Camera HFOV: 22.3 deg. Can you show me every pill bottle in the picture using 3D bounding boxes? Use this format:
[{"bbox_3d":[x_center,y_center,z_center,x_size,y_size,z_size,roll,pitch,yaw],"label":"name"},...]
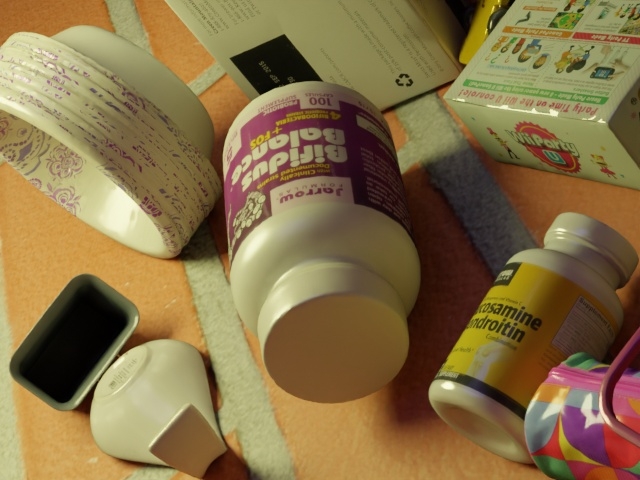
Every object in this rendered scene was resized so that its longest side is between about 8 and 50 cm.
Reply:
[{"bbox_3d":[0.000,0.000,1.467,0.169,0.169,0.301,-33,34,17],"label":"pill bottle"},{"bbox_3d":[0.170,0.072,1.257,0.103,0.103,0.184,9,60,52],"label":"pill bottle"}]

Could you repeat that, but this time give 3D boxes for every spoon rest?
[{"bbox_3d":[-0.150,0.167,1.546,0.137,0.084,0.276,-46,19,-6],"label":"spoon rest"}]

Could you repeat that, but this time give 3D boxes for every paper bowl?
[{"bbox_3d":[-0.228,-0.119,1.744,0.284,0.284,0.148,14,64,53],"label":"paper bowl"}]

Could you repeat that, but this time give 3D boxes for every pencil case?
[{"bbox_3d":[0.249,0.133,1.107,0.236,0.104,0.104,2,54,50],"label":"pencil case"}]

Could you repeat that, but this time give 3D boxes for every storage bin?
[{"bbox_3d":[-0.251,0.115,1.694,0.135,0.098,0.091,-54,1,-15],"label":"storage bin"}]

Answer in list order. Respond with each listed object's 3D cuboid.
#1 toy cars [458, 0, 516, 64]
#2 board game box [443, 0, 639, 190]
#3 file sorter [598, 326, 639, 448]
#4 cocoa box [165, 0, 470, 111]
[{"bbox_3d":[0.211,-0.341,1.651,0.176,0.087,0.394,127,153,-55],"label":"toy cars"},{"bbox_3d":[0.284,-0.199,1.447,0.303,0.097,0.224,-51,32,-14],"label":"board game box"},{"bbox_3d":[0.318,0.123,0.868,0.182,0.290,0.202,-51,33,-5],"label":"file sorter"},{"bbox_3d":[-0.022,-0.316,1.679,0.231,0.347,0.228,-20,39,28],"label":"cocoa box"}]
